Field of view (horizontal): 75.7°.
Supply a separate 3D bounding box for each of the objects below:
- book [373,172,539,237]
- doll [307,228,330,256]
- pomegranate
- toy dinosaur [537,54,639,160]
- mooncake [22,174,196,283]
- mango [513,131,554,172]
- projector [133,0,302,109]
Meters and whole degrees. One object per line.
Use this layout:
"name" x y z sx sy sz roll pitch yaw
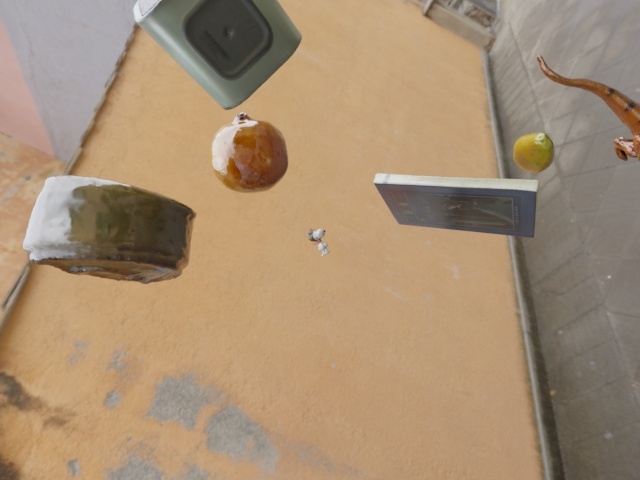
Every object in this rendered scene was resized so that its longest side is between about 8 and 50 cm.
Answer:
"book" 0.251 -0.063 0.762 0.191 0.269 0.025 44 -122 -56
"doll" -0.004 0.004 1.199 0.040 0.058 0.085 -18 -84 -60
"pomegranate" -0.238 -0.288 1.367 0.264 0.264 0.264 -62 7 14
"toy dinosaur" 0.566 -0.186 0.711 0.208 0.432 0.097 -20 -42 -60
"mooncake" -0.546 -0.017 1.103 0.393 0.393 0.247 -12 71 53
"mango" 0.527 -0.218 1.017 0.066 0.101 0.187 -34 -8 7
"projector" -0.225 -0.482 0.908 0.248 0.249 0.249 -41 43 8
